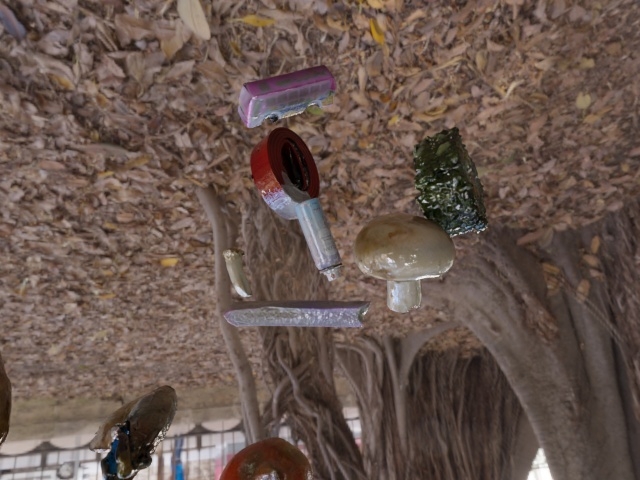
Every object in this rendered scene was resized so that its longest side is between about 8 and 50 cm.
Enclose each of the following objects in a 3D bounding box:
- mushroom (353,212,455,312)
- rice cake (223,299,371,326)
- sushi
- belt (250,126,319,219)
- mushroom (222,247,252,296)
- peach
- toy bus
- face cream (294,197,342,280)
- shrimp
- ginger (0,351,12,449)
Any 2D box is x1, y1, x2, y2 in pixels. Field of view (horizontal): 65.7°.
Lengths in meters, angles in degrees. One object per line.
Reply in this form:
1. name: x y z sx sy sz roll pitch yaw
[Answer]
1. mushroom: 0.231 0.073 1.426 0.293 0.289 0.292 1 -160 0
2. rice cake: -0.064 0.198 1.331 0.399 0.064 0.070 -1 -168 9
3. sushi: 0.411 -0.194 1.598 0.178 0.352 0.294 -18 121 24
4. belt: -0.123 -0.231 1.731 0.227 0.323 0.115 2 156 -43
5. mushroom: -0.321 0.127 1.948 0.071 0.209 0.084 -30 160 29
6. peach: -0.117 0.570 1.134 0.233 0.232 0.256 -2 148 -10
7. toy bus: -0.094 -0.407 1.389 0.274 0.090 0.112 -21 154 -20
8. face cream: 0.000 0.000 1.374 0.075 0.229 0.075 -21 177 -1
9. shrimp: -0.446 0.444 1.161 0.221 0.109 0.446 -25 -175 -13
10. ginger: -0.635 0.297 0.845 0.200 0.269 0.223 -4 126 42
